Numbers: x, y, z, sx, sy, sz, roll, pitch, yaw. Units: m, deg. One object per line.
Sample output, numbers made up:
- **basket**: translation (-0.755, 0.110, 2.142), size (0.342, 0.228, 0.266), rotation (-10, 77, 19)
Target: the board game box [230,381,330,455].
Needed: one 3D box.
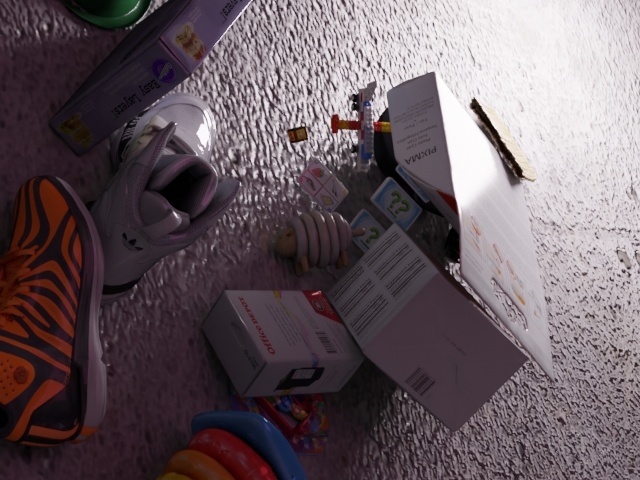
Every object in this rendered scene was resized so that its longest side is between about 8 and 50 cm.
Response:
- **board game box**: translation (-0.043, 0.213, 1.786), size (0.168, 0.033, 0.133), rotation (11, 60, -41)

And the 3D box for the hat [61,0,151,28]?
- **hat**: translation (-0.258, -0.398, 1.814), size (0.173, 0.183, 0.208), rotation (52, 42, -9)

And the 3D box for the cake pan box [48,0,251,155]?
- **cake pan box**: translation (-0.203, -0.249, 1.738), size (0.070, 0.245, 0.267), rotation (49, 41, -18)

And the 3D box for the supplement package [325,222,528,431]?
- **supplement package**: translation (0.141, 0.116, 1.858), size (0.194, 0.149, 0.203), rotation (43, 5, -23)

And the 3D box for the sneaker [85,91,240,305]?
- **sneaker**: translation (-0.180, -0.086, 1.690), size (0.137, 0.210, 0.366), rotation (43, 44, -18)

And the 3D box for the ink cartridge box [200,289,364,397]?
- **ink cartridge box**: translation (-0.051, 0.132, 1.767), size (0.175, 0.072, 0.127), rotation (3, 44, -43)

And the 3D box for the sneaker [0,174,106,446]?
- **sneaker**: translation (-0.342, 0.068, 1.508), size (0.180, 0.124, 0.321), rotation (8, 62, -43)

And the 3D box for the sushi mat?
- **sushi mat**: translation (0.306, -0.162, 2.240), size (0.151, 0.019, 0.316), rotation (57, 11, 5)

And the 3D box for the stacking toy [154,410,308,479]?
- **stacking toy**: translation (-0.165, 0.335, 1.527), size (0.302, 0.165, 0.175), rotation (-34, 104, -37)

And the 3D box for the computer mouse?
- **computer mouse**: translation (0.162, -0.102, 2.148), size (0.272, 0.072, 0.188), rotation (45, 48, -29)

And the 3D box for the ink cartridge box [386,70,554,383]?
- **ink cartridge box**: translation (0.217, -0.010, 1.947), size (0.308, 0.091, 0.385), rotation (46, 31, -42)

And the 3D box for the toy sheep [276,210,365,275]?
- **toy sheep**: translation (0.000, 0.000, 1.909), size (0.132, 0.091, 0.091), rotation (-8, 72, -21)

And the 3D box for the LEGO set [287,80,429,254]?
- **LEGO set**: translation (0.068, -0.110, 2.002), size (0.244, 0.060, 0.182), rotation (46, 71, -19)
